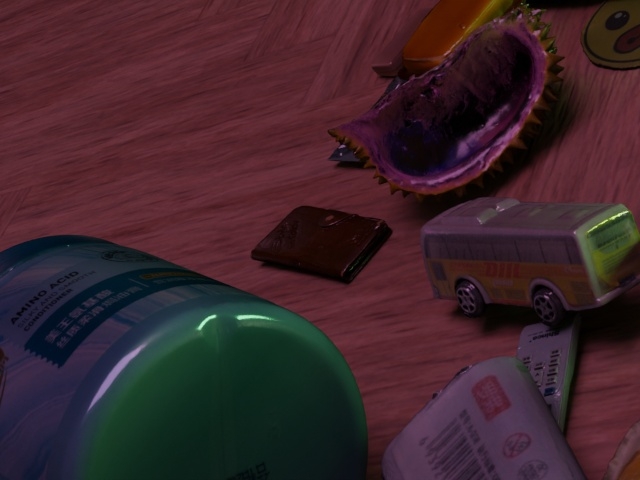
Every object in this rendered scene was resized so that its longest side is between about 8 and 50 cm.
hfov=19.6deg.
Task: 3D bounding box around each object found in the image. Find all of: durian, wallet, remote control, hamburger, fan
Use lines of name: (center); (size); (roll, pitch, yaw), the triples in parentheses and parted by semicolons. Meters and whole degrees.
durian: (0.169, -0.150, 2.091); (0.260, 0.154, 0.186); (-34, 6, 16)
wallet: (0.000, 0.000, 2.148); (0.095, 0.026, 0.176); (-46, 31, -22)
remote control: (0.210, 0.135, 1.731); (0.061, 0.029, 0.162); (-18, 39, 33)
hamburger: (0.180, -0.232, 2.230); (0.166, 0.087, 0.137); (-48, 32, -18)
fan: (0.409, -0.254, 2.096); (0.229, 0.011, 0.335); (-31, 30, 11)

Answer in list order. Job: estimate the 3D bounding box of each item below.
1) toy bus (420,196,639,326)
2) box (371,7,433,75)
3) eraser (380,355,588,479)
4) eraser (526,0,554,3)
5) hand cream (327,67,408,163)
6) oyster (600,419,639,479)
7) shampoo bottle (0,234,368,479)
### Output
toy bus: (0.202, 0.015, 1.805); (0.092, 0.106, 0.268); (-28, 16, -29)
box: (0.115, -0.257, 2.398); (0.115, 0.025, 0.048); (-50, 27, -23)
eraser: (0.144, 0.222, 1.598); (0.174, 0.081, 0.227); (-47, 29, 15)
eraser: (0.272, -0.374, 2.261); (0.332, 0.155, 0.101); (2, 46, 50)
hand cream: (0.106, -0.185, 2.295); (0.248, 0.052, 0.075); (-55, 11, -20)
oyster: (0.321, 0.193, 1.462); (0.271, 0.100, 0.275); (-28, 18, 9)
shampoo bottle: (-0.175, 0.184, 1.762); (0.331, 0.331, 0.342); (-47, 33, -18)
